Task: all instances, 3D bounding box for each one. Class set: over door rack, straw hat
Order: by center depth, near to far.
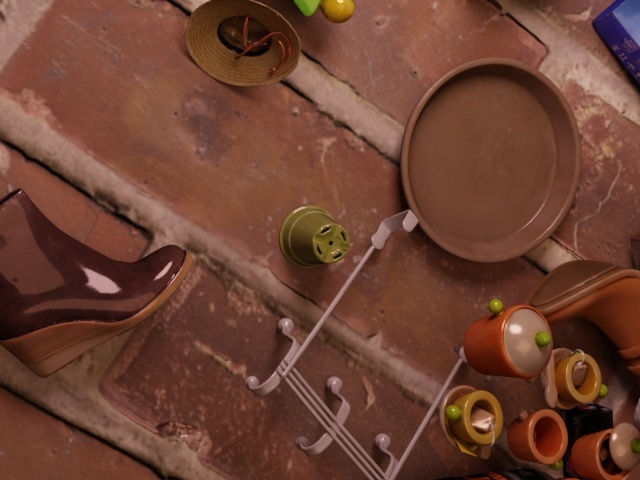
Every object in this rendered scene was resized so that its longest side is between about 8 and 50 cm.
[{"bbox_3d":[-0.091,-0.260,1.691,0.144,0.144,0.061,36,42,-22],"label":"straw hat"},{"bbox_3d":[0.068,0.159,1.797,0.324,0.108,0.239,-49,112,-26],"label":"over door rack"}]

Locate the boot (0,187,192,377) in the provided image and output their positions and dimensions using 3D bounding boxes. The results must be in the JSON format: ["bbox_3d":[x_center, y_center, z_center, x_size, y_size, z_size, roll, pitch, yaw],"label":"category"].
[{"bbox_3d":[-0.296,0.023,1.626,0.248,0.090,0.207,-35,110,-11],"label":"boot"}]

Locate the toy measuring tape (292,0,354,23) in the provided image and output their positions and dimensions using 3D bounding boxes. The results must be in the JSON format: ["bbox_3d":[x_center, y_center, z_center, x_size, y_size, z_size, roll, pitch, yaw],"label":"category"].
[{"bbox_3d":[-0.050,-0.413,1.668,0.121,0.121,0.330,-38,101,-14],"label":"toy measuring tape"}]

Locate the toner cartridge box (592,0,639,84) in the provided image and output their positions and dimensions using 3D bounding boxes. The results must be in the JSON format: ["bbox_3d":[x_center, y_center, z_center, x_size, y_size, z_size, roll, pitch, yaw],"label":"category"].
[{"bbox_3d":[0.554,-0.227,1.913,0.165,0.075,0.348,-42,95,-11],"label":"toner cartridge box"}]

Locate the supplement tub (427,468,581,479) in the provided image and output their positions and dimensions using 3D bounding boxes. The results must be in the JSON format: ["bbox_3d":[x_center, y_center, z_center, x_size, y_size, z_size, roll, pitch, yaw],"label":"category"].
[{"bbox_3d":[0.214,0.409,1.829,0.315,0.193,0.194,-3,97,-23],"label":"supplement tub"}]

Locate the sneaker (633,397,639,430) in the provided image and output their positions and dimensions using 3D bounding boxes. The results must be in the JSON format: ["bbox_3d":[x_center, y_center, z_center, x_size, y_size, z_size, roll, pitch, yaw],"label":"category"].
[{"bbox_3d":[0.604,0.243,1.850,0.365,0.210,0.137,0,114,-37],"label":"sneaker"}]

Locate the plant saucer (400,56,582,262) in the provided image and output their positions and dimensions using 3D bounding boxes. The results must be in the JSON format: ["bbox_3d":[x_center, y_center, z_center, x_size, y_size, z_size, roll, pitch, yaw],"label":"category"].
[{"bbox_3d":[0.228,-0.108,1.855,0.277,0.041,0.278,-3,97,-21],"label":"plant saucer"}]

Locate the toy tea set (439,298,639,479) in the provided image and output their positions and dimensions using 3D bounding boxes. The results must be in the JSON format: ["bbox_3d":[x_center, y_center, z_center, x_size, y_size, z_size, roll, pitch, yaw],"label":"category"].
[{"bbox_3d":[0.316,0.211,1.809,0.336,0.124,0.200,22,69,-31],"label":"toy tea set"}]

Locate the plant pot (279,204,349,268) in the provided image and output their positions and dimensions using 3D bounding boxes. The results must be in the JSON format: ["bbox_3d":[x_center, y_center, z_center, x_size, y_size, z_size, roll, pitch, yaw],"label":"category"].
[{"bbox_3d":[0.000,0.000,1.752,0.083,0.079,0.083,-3,98,-23],"label":"plant pot"}]

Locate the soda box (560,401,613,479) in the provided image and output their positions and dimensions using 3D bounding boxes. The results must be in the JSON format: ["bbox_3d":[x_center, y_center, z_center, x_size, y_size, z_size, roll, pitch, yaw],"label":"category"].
[{"bbox_3d":[0.385,0.321,1.964,0.060,0.053,0.169,-7,99,-22],"label":"soda box"}]

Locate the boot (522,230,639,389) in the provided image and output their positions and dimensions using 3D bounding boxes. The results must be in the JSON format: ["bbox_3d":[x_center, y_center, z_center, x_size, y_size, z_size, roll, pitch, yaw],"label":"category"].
[{"bbox_3d":[0.426,0.122,1.941,0.283,0.109,0.220,-26,110,-26],"label":"boot"}]
